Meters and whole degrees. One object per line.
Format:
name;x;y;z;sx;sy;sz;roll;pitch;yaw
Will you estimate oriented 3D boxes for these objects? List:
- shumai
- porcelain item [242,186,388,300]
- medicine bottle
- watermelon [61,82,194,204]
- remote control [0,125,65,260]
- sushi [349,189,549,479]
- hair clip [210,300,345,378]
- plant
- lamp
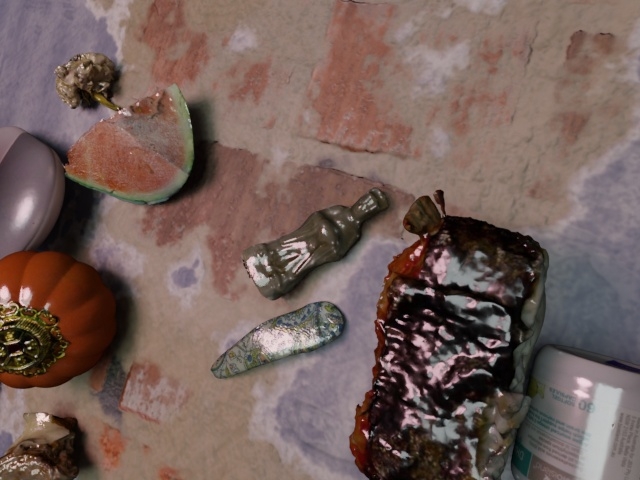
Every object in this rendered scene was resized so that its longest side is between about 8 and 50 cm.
shumai;-0.462;0.340;0.753;0.145;0.145;0.116;-11;70;19
porcelain item;0.000;0.000;0.646;0.216;0.069;0.081;-31;70;10
medicine bottle;0.272;0.228;0.476;0.135;0.135;0.215;13;89;21
watermelon;-0.286;-0.131;0.755;0.231;0.128;0.146;-25;104;32
remote control;-0.556;-0.086;0.819;0.332;0.103;0.221;27;91;34
sushi;0.138;0.120;0.508;0.182;0.196;0.343;12;89;14
hair clip;-0.071;0.150;0.667;0.229;0.036;0.066;-27;69;16
plant;-0.406;-0.270;0.831;0.122;0.104;0.116;48;144;-12
lamp;-0.438;0.123;0.725;0.223;0.196;0.223;-3;106;-10
